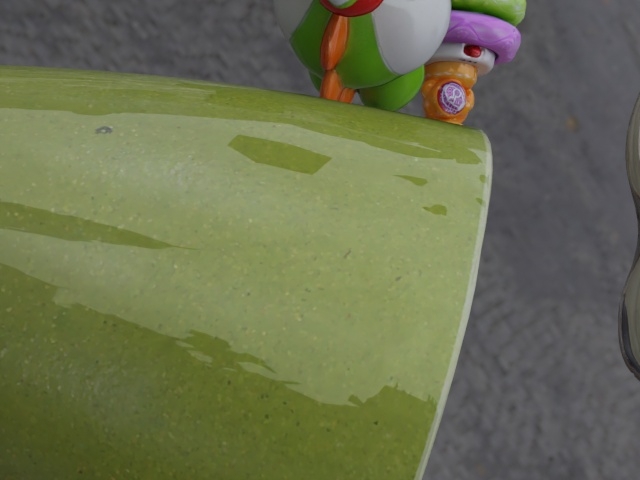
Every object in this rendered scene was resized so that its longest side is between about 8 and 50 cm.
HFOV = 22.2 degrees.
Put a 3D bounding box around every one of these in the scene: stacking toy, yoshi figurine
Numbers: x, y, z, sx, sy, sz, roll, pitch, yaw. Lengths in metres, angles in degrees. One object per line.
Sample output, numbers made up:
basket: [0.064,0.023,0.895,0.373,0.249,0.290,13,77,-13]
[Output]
stacking toy: [0.104,-0.191,1.293,0.175,0.165,0.302,10,79,-31]
yoshi figurine: [0.038,-0.230,1.043,0.203,0.203,0.362,53,-16,23]

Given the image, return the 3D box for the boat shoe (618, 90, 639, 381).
boat shoe: [0.334,-0.027,1.373,0.123,0.116,0.324,17,67,-29]

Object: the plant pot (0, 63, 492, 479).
plant pot: [-0.109,0.034,0.724,0.293,0.275,0.275,18,30,-5]
